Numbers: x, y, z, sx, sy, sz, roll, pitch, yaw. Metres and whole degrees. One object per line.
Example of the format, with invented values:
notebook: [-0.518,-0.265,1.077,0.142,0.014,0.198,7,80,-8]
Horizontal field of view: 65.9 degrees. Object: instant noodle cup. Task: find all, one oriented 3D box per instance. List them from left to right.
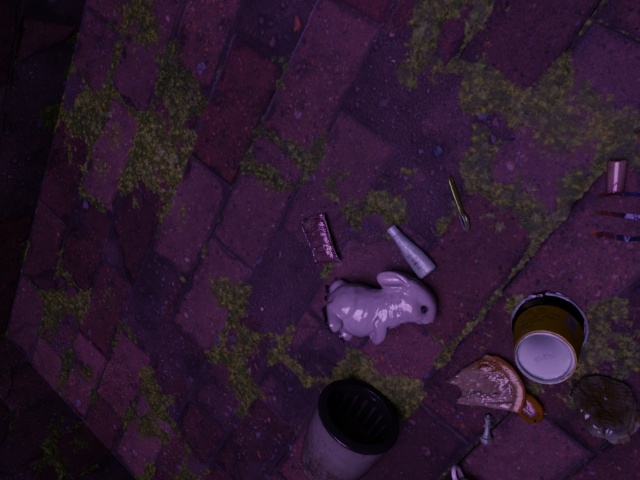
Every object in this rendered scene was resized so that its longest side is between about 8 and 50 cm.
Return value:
instant noodle cup: [0.624,0.274,1.359,0.216,0.236,0.215,6,105,25]

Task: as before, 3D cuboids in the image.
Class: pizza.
pizza: [0.511,0.454,1.563,0.262,0.034,0.180,-16,79,38]

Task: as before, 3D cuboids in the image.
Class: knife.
knife: [0.422,-0.106,1.500,0.026,0.022,0.183,-16,96,57]

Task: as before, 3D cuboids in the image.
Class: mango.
mango: [0.633,0.509,1.518,0.114,0.057,0.078,46,124,21]

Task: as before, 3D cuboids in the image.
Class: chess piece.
chess piece: [0.541,0.608,1.603,0.042,0.042,0.093,6,98,28]

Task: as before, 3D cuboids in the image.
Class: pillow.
pillow: [0.000,0.000,1.750,0.118,0.043,0.184,-16,91,37]

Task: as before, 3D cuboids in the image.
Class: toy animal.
toy animal: [0.194,0.206,1.630,0.358,0.194,0.257,-20,68,16]

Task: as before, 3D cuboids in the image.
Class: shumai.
shumai: [0.800,0.484,1.398,0.184,0.184,0.141,10,137,27]

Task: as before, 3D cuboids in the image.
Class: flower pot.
flower pot: [0.084,0.710,1.748,0.294,0.294,0.330,32,123,19]

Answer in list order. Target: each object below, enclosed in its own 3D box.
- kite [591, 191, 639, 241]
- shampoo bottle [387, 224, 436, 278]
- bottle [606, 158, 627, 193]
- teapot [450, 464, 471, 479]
kite: [0.822,-0.041,1.118,0.361,0.022,0.204,5,76,34]
shampoo bottle: [0.288,0.031,1.597,0.190,0.041,0.069,52,125,9]
bottle: [0.766,-0.162,1.281,0.045,0.045,0.096,5,105,28]
teapot: [0.484,0.865,1.657,0.159,0.116,0.245,-21,94,44]
